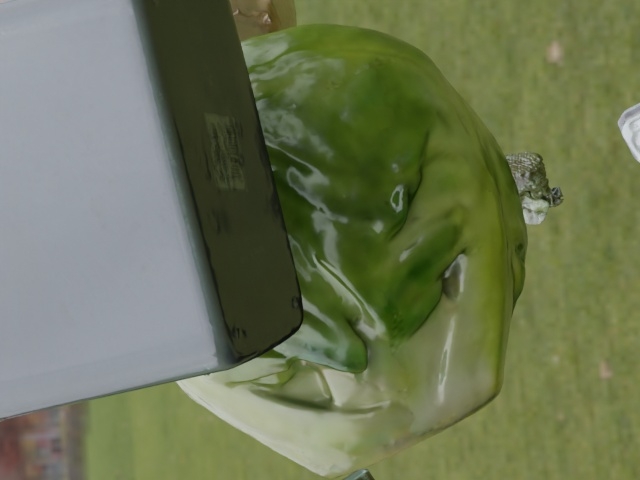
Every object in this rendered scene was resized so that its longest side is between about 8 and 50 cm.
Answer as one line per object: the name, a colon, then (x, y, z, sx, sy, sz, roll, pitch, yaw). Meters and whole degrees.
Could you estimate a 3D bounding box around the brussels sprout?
brussels sprout: (0.000, 0.000, 0.800, 0.161, 0.223, 0.223, -152, 59, -80)

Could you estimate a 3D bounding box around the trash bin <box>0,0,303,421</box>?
trash bin: (-0.140, -0.009, 0.680, 0.101, 0.236, 0.177, -19, -82, -66)

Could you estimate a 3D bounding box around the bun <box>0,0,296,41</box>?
bun: (-0.152, -0.116, 1.154, 0.299, 0.299, 0.165, -109, 1, -58)

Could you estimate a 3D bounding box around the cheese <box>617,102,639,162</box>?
cheese: (0.307, -0.115, 1.077, 0.127, 0.235, 0.050, 54, -152, -11)

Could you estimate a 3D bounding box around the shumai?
shumai: (0.224, -0.053, 1.820, 0.083, 0.082, 0.080, 12, 122, 46)

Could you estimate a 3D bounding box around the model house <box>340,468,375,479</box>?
model house: (-0.026, 0.328, 1.287, 0.224, 0.215, 0.198, -39, 80, 34)
